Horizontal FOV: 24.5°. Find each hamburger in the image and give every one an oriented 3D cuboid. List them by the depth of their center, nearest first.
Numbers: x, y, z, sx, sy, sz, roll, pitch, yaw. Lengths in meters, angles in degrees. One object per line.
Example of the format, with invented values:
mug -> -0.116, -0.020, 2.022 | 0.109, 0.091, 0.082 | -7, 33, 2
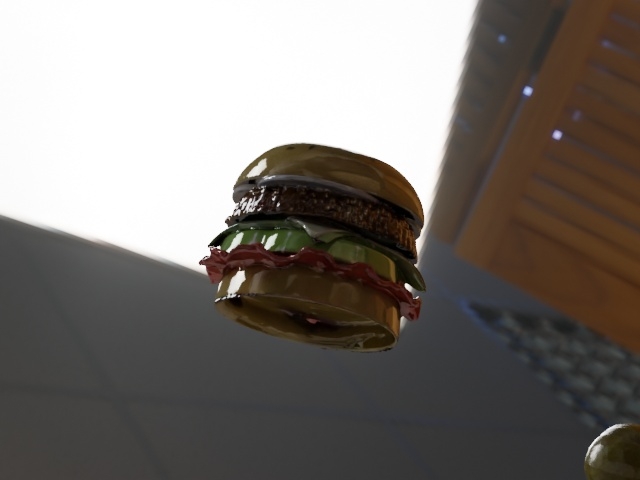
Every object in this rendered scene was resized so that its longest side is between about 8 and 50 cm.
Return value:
hamburger -> 0.002, 0.000, 1.089 | 0.175, 0.137, 0.175 | 11, 166, 3

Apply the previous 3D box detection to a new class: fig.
fig -> 0.263, 0.190, 1.211 | 0.088, 0.074, 0.074 | 13, -170, 36
